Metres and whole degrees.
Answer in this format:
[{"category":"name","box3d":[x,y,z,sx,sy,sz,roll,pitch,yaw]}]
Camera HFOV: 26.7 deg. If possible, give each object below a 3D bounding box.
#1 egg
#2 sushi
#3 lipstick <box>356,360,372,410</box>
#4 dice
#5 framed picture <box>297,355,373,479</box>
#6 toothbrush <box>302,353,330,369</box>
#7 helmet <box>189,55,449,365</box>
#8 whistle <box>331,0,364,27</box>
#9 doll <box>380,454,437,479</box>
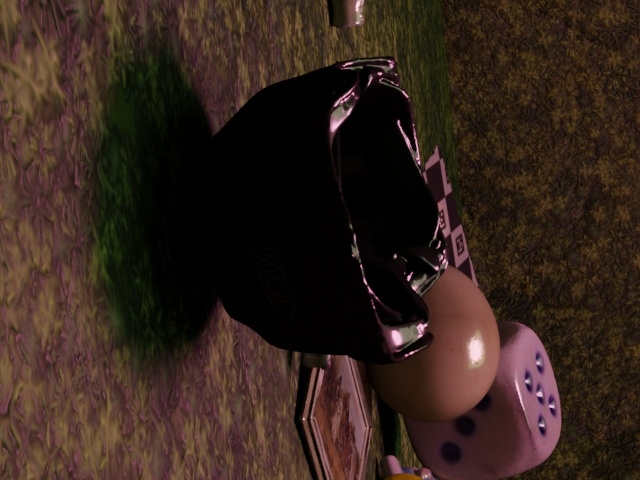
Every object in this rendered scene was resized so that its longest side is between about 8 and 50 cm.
[{"category":"egg","box3d":[0.146,0.130,1.830,0.253,0.189,0.188,-98,175,-47]},{"category":"sushi","box3d":[0.149,0.070,2.145,0.320,0.069,0.339,-58,138,-47]},{"category":"lipstick","box3d":[0.053,0.181,1.763,0.019,0.019,0.094,-73,156,-63]},{"category":"dice","box3d":[0.238,0.237,1.998,0.194,0.193,0.191,-43,118,-62]},{"category":"framed picture","box3d":[0.023,0.208,1.547,0.217,0.017,0.274,-79,162,-44]},{"category":"toothbrush","box3d":[0.007,0.025,1.492,0.307,0.030,0.025,-83,176,-46]},{"category":"helmet","box3d":[-0.015,-0.018,1.069,0.305,0.177,0.225,-50,129,-66]},{"category":"whistle","box3d":[0.031,-0.417,1.818,0.126,0.067,0.258,-106,-166,-79]},{"category":"doll","box3d":[0.124,0.366,1.856,0.241,0.099,0.135,44,49,-77]}]
